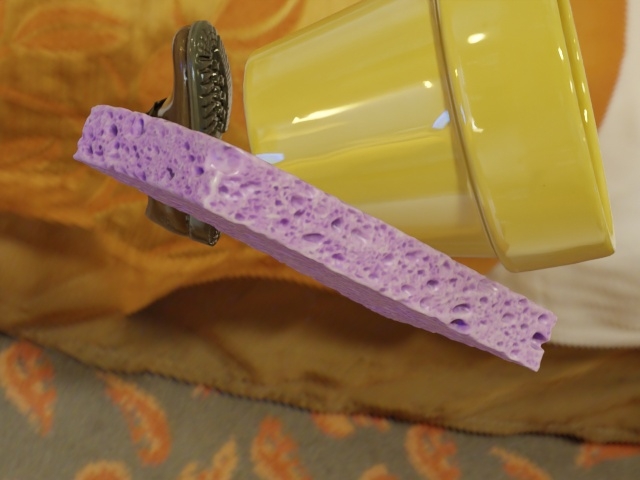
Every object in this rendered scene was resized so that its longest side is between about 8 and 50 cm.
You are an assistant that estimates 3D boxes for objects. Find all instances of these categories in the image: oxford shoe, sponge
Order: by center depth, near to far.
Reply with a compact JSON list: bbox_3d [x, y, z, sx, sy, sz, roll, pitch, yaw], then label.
[{"bbox_3d":[0.000,0.000,0.708,0.210,0.117,0.031,27,85,-38],"label":"sponge"},{"bbox_3d":[-0.132,-0.097,1.417,0.096,0.227,0.083,14,36,10],"label":"oxford shoe"}]

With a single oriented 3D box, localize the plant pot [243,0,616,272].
[{"bbox_3d":[0.079,-0.089,1.181,0.239,0.254,0.254,-12,67,12],"label":"plant pot"}]
